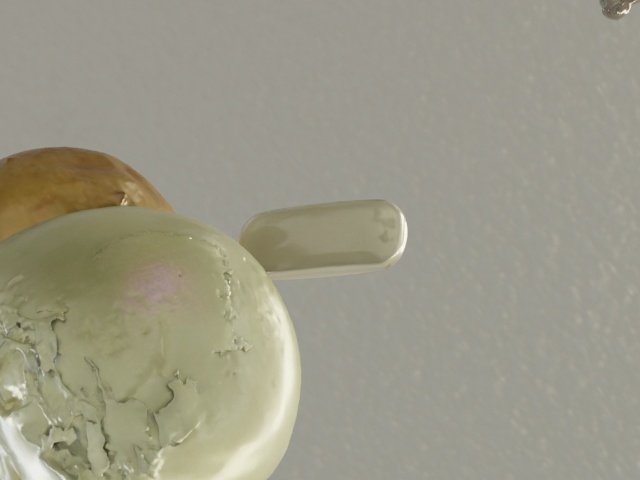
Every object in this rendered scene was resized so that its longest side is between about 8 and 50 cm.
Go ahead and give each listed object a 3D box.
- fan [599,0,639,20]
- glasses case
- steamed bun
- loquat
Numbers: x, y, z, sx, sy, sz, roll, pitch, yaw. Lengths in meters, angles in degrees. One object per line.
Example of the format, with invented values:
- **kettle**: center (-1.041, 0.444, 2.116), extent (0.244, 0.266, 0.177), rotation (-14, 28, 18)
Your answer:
- **fan**: center (0.355, -0.243, 1.229), extent (0.282, 0.057, 0.023), rotation (-27, -132, 8)
- **glasses case**: center (0.000, 0.000, 1.689), extent (0.204, 0.051, 0.081), rotation (-4, -108, 28)
- **steamed bun**: center (-0.172, 0.105, 1.405), extent (0.312, 0.233, 0.334), rotation (-33, -102, -26)
- **loquat**: center (-0.299, 0.055, 1.722), extent (0.328, 0.328, 0.328), rotation (-15, -125, 22)
